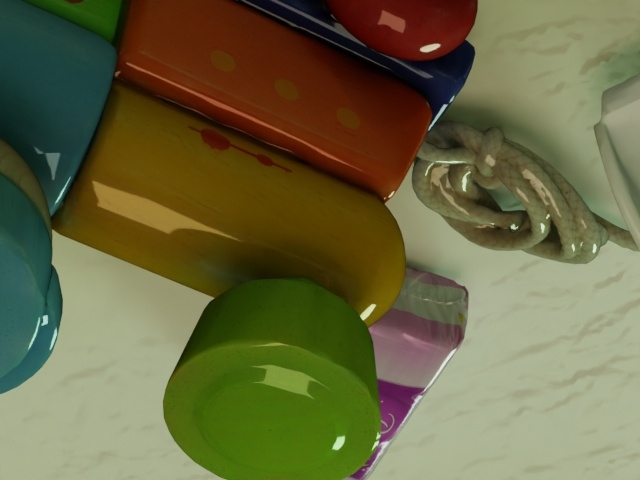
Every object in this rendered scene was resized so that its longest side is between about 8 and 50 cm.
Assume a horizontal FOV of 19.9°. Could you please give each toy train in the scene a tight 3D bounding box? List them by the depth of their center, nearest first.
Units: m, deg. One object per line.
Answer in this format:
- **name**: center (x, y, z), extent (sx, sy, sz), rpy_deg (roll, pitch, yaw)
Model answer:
- **toy train**: center (0.000, 0.000, 0.435), extent (0.248, 0.143, 0.105), rpy_deg (24, 129, -17)

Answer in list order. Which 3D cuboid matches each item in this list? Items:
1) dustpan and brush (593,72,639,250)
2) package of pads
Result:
- **dustpan and brush**: center (0.181, 0.026, 0.484), extent (0.147, 0.060, 0.211), rpy_deg (-25, 120, 16)
- **package of pads**: center (0.005, 0.040, 0.546), extent (0.050, 0.032, 0.083), rpy_deg (20, 130, -13)
